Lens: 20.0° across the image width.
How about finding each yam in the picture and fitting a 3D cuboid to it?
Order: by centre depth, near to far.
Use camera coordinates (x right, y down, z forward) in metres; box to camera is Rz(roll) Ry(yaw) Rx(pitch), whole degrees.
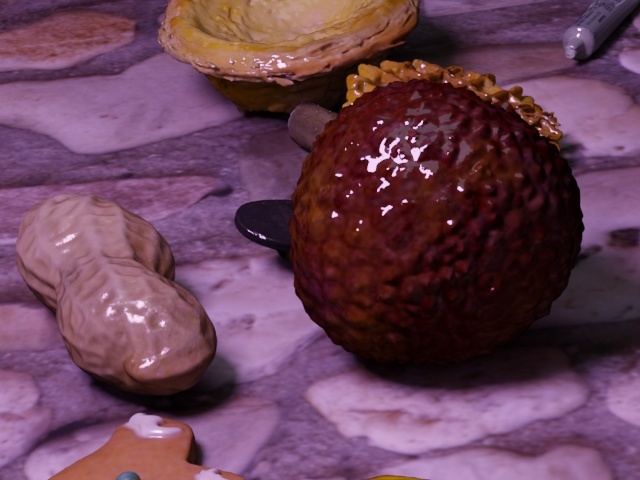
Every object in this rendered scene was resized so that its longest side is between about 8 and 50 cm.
[{"bbox_3d":[0.020,-0.108,1.939,0.054,0.054,0.132,-27,35,-29],"label":"yam"}]

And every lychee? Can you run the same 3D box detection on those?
[{"bbox_3d":[0.095,-0.011,1.574,0.260,0.261,0.261,-6,30,3],"label":"lychee"}]

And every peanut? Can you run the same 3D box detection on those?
[{"bbox_3d":[-0.184,0.049,1.655,0.136,0.120,0.298,-22,36,-15],"label":"peanut"}]

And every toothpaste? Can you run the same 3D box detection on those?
[{"bbox_3d":[0.331,-0.262,2.150,0.064,0.041,0.218,3,28,28],"label":"toothpaste"}]

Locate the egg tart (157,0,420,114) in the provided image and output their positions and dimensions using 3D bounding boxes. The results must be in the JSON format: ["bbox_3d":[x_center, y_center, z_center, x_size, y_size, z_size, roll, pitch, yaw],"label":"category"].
[{"bbox_3d":[-0.031,-0.230,2.080,0.315,0.120,0.315,-4,31,2],"label":"egg tart"}]

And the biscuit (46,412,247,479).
[{"bbox_3d":[-0.213,0.240,1.407,0.339,0.047,0.216,-24,33,-27],"label":"biscuit"}]

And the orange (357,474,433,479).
[{"bbox_3d":[0.020,0.271,1.157,0.262,0.196,0.335,1,32,-15],"label":"orange"}]

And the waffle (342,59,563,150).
[{"bbox_3d":[0.136,-0.126,1.896,0.231,0.051,0.229,8,30,-7],"label":"waffle"}]

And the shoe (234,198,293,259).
[{"bbox_3d":[0.000,0.000,1.772,0.179,0.049,0.071,-1,38,-25],"label":"shoe"}]
